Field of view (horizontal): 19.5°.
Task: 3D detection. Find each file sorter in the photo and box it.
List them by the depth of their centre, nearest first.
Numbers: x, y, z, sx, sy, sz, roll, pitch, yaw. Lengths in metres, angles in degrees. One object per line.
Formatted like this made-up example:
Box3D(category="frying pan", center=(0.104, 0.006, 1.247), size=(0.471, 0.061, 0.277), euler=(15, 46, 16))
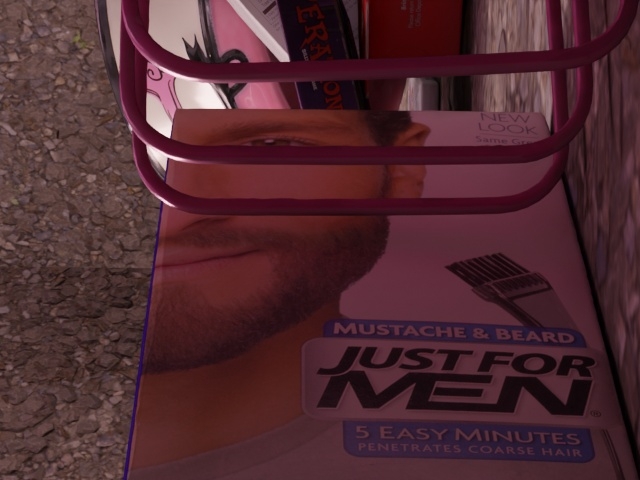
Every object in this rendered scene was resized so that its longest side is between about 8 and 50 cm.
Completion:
Box3D(category="file sorter", center=(0.016, -0.140, 0.685), size=(0.291, 0.202, 0.182), euler=(93, 176, -68))

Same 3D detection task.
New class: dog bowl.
Box3D(category="dog bowl", center=(-0.046, -0.235, 1.821), size=(0.408, 0.150, 0.408), euler=(11, -103, -60))

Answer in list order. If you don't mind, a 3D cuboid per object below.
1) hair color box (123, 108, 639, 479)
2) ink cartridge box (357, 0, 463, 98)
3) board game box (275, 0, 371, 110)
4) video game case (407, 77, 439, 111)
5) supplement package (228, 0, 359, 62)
Box3D(category="hair color box", center=(0.019, 0.063, 0.772), size=(0.339, 0.185, 0.110), euler=(-92, 3, -61))
Box3D(category="ink cartridge box", center=(0.064, -0.223, 1.376), size=(0.231, 0.078, 0.134), euler=(-91, 0, -47))
Box3D(category="board game box", center=(0.029, -0.025, 1.368), size=(0.208, 0.056, 0.347), euler=(75, -178, -81))
Box3D(category="video game case", center=(0.088, -0.068, 1.635), size=(0.143, 0.019, 0.157), euler=(-96, 7, -80))
Box3D(category="supplement package", center=(-0.028, -0.247, 1.573), size=(0.244, 0.134, 0.139), euler=(48, 180, -2))
